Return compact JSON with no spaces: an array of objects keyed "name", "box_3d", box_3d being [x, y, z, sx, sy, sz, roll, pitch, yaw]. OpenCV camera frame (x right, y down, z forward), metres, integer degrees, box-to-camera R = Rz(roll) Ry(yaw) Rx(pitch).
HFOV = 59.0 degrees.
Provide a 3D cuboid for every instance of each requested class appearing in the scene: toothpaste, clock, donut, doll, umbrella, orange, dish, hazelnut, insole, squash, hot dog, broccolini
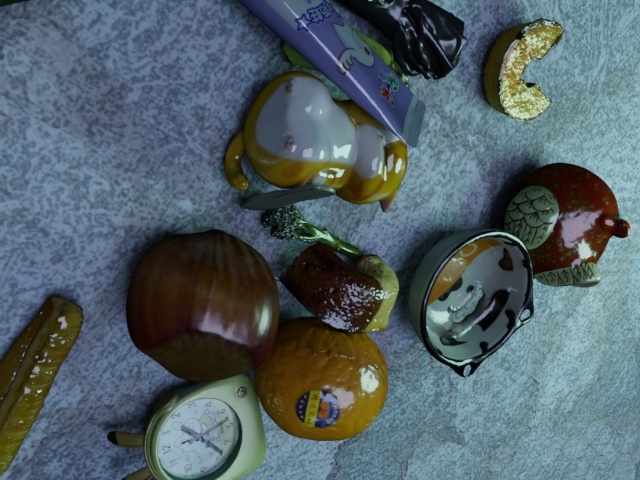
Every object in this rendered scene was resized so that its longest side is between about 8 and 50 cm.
[{"name":"toothpaste","box_3d":[0.002,-0.270,0.753,0.371,0.080,0.125,40,42,-17]},{"name":"clock","box_3d":[-0.205,0.308,0.887,0.232,0.069,0.169,-12,98,-28]},{"name":"donut","box_3d":[0.359,-0.309,1.027,0.146,0.078,0.181,-13,120,-26]},{"name":"doll","box_3d":[0.016,-0.137,0.827,0.270,0.162,0.166,10,82,-28]},{"name":"umbrella","box_3d":[0.079,-0.358,0.827,0.340,0.118,0.118,29,91,-26]},{"name":"orange","box_3d":[0.001,0.220,0.911,0.220,0.219,0.192,-5,117,-30]},{"name":"dish","box_3d":[0.271,0.097,1.088,0.303,0.120,0.302,-11,113,-27]},{"name":"hazelnut","box_3d":[-0.164,0.094,0.799,0.210,0.210,0.186,-3,133,-31]},{"name":"insole","box_3d":[-0.053,-0.060,0.798,0.063,0.192,0.010,8,80,-40]},{"name":"squash","box_3d":[0.044,-0.275,0.846,0.200,0.075,0.090,22,76,-14]},{"name":"donut","box_3d":[0.056,0.076,0.925,0.217,0.141,0.085,7,121,-46]},{"name":"hot dog","box_3d":[-0.398,0.205,0.749,0.288,0.083,0.068,-59,145,0]},{"name":"broccolini","box_3d":[0.002,-0.002,0.927,0.216,0.058,0.067,29,87,-36]}]

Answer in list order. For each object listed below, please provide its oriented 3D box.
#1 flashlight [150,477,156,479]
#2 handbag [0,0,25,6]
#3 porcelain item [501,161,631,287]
[{"name":"flashlight","box_3d":[-0.242,0.378,0.933,0.110,0.031,0.052,-32,97,-14]},{"name":"handbag","box_3d":[-0.271,-0.285,0.542,0.260,0.248,0.079,-23,112,-21]},{"name":"porcelain item","box_3d":[0.491,-0.026,1.115,0.253,0.253,0.252,-11,113,-28]}]
